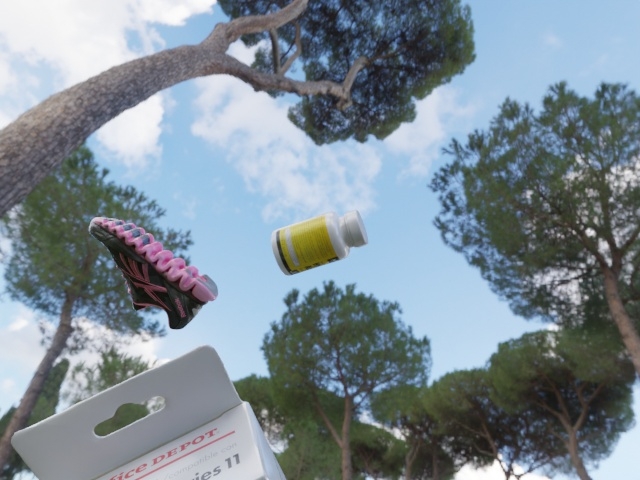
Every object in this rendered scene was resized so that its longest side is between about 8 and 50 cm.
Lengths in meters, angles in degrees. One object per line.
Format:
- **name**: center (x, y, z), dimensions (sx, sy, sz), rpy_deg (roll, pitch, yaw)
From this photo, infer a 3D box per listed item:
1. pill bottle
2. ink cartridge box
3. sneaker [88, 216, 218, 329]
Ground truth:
- **pill bottle**: center (0.000, 0.000, 0.637), dimensions (0.116, 0.065, 0.065), rpy_deg (-18, -50, 13)
- **ink cartridge box**: center (-0.113, 0.299, 0.447), dimensions (0.207, 0.119, 0.354), rpy_deg (-25, -71, -10)
- **sneaker**: center (-0.144, 0.028, 0.398), dimensions (0.119, 0.047, 0.057), rpy_deg (36, -85, 3)
